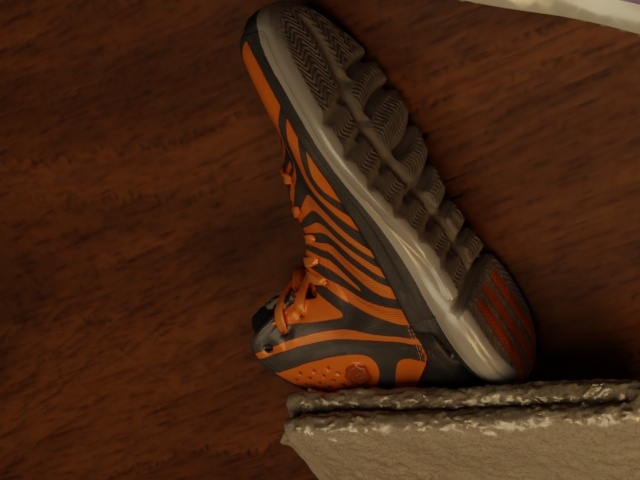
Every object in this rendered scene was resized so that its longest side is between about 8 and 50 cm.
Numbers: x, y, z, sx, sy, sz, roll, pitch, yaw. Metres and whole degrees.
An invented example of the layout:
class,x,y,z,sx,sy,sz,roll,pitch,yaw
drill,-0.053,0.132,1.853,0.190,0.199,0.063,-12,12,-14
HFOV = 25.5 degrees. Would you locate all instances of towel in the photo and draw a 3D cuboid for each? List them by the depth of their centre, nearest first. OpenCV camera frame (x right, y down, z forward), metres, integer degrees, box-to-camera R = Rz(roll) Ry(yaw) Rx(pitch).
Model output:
class,x,y,z,sx,sy,sz,roll,pitch,yaw
towel,0.124,0.166,1.016,0.282,0.049,0.187,-6,141,26

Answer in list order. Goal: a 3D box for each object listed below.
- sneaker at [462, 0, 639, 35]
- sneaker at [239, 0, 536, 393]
class,x,y,z,sx,sy,sz,roll,pitch,yaw
sneaker,0.153,-0.218,0.848,0.282,0.102,0.161,12,115,8
sneaker,0.000,0.000,1.002,0.180,0.124,0.321,-26,101,32
